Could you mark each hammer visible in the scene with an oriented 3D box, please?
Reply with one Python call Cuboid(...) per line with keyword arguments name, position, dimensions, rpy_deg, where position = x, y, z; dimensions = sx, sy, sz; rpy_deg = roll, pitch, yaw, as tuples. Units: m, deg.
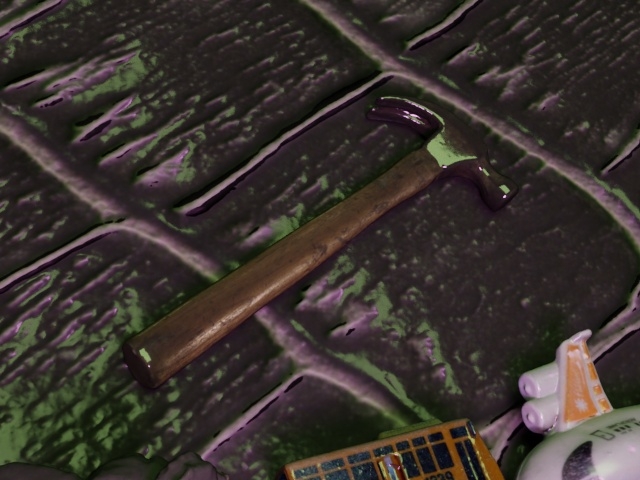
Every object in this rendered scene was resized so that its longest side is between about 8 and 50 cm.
Cuboid(name="hammer", position=(0.000, 0.000, 1.056), dimensions=(0.440, 0.044, 0.168), rpy_deg=(-36, 77, -32))

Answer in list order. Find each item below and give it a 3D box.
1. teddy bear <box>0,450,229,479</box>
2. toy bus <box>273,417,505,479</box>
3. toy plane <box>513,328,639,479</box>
Cuboid(name="teddy bear", position=(-0.159, 0.231, 0.768), dimensions=(0.171, 0.251, 0.144), rpy_deg=(13, 55, 7))
Cuboid(name="toy bus", position=(0.057, 0.211, 0.922), dimensions=(0.182, 0.091, 0.103), rpy_deg=(-11, 63, -20))
Cuboid(name="toy plane", position=(0.277, 0.193, 0.987), dimensions=(0.244, 0.117, 0.245), rpy_deg=(8, 59, -14))
